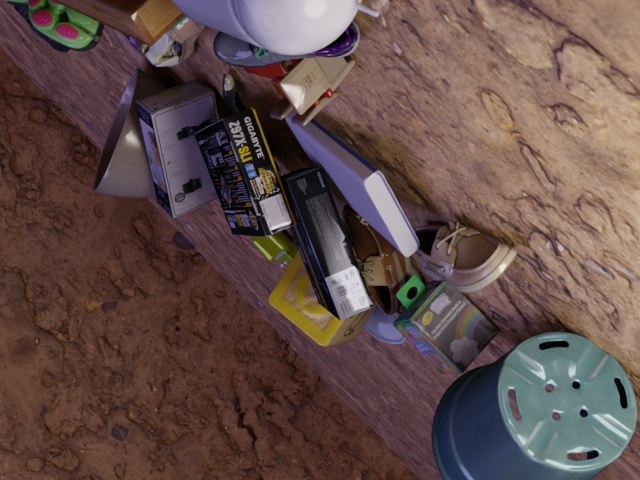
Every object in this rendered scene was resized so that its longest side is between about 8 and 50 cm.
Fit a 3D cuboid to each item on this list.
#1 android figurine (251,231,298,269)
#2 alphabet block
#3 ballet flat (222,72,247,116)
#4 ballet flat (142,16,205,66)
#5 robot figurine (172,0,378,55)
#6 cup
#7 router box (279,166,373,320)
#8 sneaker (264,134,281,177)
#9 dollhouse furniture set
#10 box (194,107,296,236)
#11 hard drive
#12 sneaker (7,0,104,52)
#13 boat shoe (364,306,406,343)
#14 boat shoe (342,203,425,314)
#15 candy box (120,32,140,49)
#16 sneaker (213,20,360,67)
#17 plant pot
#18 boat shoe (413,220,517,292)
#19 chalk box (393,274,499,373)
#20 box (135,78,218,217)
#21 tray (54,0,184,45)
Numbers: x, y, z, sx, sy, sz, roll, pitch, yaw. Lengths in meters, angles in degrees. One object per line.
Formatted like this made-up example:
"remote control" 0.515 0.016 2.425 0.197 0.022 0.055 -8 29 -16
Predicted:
"android figurine" -0.137 0.009 2.642 0.273 0.056 0.248 46 164 -3
"alphabet block" 0.025 0.124 2.151 0.193 0.192 0.197 36 -166 20
"ballet flat" -0.184 -0.311 1.937 0.049 0.058 0.173 1 157 7
"ballet flat" -0.319 -0.421 1.849 0.107 0.106 0.316 45 165 -6
"robot figurine" -0.080 -0.369 1.199 0.299 0.200 0.353 1 -158 -46
"cup" -0.415 -0.244 2.274 0.236 0.331 0.331 18 173 -20
"router box" 0.000 0.000 1.883 0.243 0.081 0.309 -157 45 -79
"sneaker" -0.171 -0.225 2.086 0.217 0.079 0.121 34 148 46
"dollhouse furniture set" -0.078 -0.302 1.497 0.259 0.135 0.262 24 155 51
"box" -0.171 -0.140 1.931 0.257 0.079 0.322 68 163 -8
"hard drive" 0.057 -0.118 1.703 0.319 0.040 0.210 45 171 49
"sneaker" -0.622 -0.562 2.168 0.483 0.185 0.202 41 175 47
"boat shoe" 0.130 0.167 2.320 0.302 0.091 0.114 35 119 31
"boat shoe" 0.128 0.050 1.946 0.122 0.120 0.324 26 157 47
"candy box" -0.424 -0.506 1.994 0.109 0.053 0.186 47 163 -13
"sneaker" -0.053 -0.303 1.314 0.098 0.223 0.083 -83 -14 -79
"plant pot" 0.414 0.347 1.685 0.341 0.341 0.334 40 157 12
"boat shoe" 0.244 0.019 1.607 0.098 0.109 0.302 46 170 -14
"chalk box" 0.254 0.172 1.934 0.213 0.132 0.132 45 165 -2
"box" -0.323 -0.218 2.112 0.087 0.169 0.290 40 147 42
"tray" -0.358 -0.486 1.589 0.410 0.203 0.076 30 161 40
